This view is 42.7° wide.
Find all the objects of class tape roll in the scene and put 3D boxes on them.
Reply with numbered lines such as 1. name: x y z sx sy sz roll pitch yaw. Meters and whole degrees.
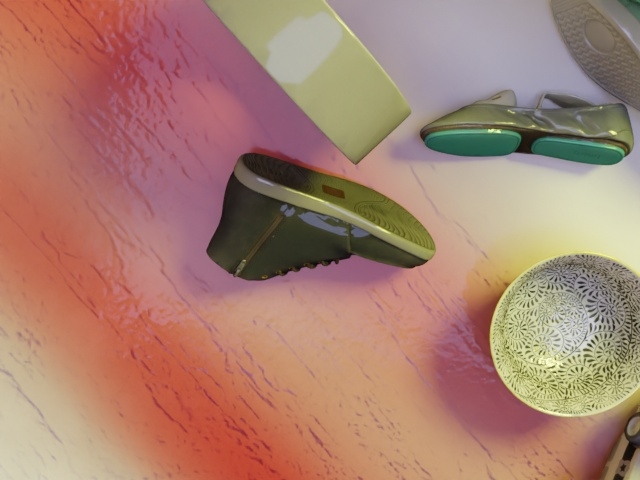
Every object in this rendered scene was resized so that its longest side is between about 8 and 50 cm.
1. tape roll: -0.016 -0.171 0.732 0.072 0.219 0.219 -42 97 7

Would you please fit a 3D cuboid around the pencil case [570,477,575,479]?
1. pencil case: 0.273 0.371 0.887 0.088 0.086 0.206 -21 98 0

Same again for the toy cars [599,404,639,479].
1. toy cars: 0.366 0.361 0.868 0.176 0.087 0.394 -11 85 -15

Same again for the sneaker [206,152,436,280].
1. sneaker: 0.000 0.000 0.843 0.222 0.083 0.118 21 118 -10

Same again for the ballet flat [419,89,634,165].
1. ballet flat: 0.206 -0.118 0.825 0.213 0.072 0.068 5 72 -1

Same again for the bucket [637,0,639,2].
1. bucket: 0.342 -0.301 0.636 0.281 0.183 0.281 2 113 4

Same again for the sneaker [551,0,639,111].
1. sneaker: 0.355 -0.200 0.798 0.256 0.094 0.151 42 78 5

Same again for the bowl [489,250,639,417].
1. bowl: 0.251 0.088 0.843 0.170 0.080 0.170 0 99 0
